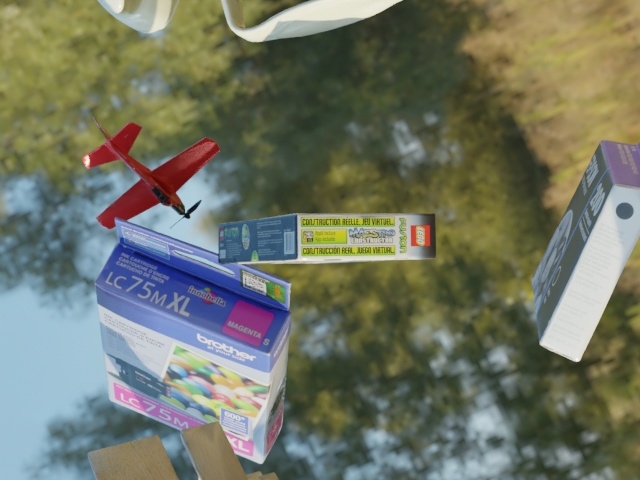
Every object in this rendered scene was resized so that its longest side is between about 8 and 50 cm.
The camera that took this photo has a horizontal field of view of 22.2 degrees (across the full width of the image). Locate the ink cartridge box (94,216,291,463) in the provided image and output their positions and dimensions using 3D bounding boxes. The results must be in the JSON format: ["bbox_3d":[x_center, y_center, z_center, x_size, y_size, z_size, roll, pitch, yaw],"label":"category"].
[{"bbox_3d":[-0.125,0.105,1.610,0.311,0.185,0.065,98,-164,-57],"label":"ink cartridge box"}]

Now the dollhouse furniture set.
[{"bbox_3d":[-0.087,0.240,1.265,0.123,0.144,0.151,-126,27,-57],"label":"dollhouse furniture set"}]

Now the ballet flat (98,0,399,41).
[{"bbox_3d":[-0.075,-0.246,1.267,0.164,0.482,0.182,-9,-78,-68],"label":"ballet flat"}]

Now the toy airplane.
[{"bbox_3d":[-0.176,-0.069,1.632,0.151,0.151,0.028,60,-172,-35],"label":"toy airplane"}]

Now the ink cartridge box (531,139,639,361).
[{"bbox_3d":[0.248,-0.021,1.425,0.045,0.208,0.206,25,-165,-1],"label":"ink cartridge box"}]

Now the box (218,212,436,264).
[{"bbox_3d":[0.000,0.000,1.308,0.207,0.114,0.036,175,94,-70],"label":"box"}]
